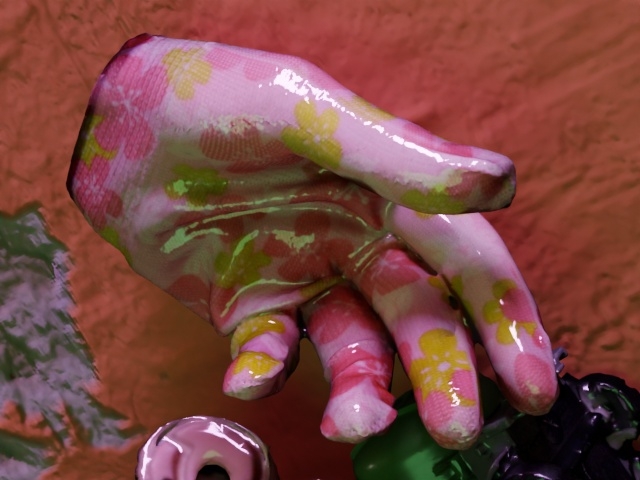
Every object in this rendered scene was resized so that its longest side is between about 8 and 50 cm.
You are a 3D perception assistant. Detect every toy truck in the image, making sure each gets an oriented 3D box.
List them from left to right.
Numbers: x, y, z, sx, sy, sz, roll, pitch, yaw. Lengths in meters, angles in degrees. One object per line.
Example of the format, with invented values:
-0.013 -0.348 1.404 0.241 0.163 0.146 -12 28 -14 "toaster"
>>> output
0.120 0.165 0.646 0.125 0.101 0.242 -34 92 36 "toy truck"

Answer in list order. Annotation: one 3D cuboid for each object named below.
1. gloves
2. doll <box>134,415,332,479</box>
0.003 0.001 0.619 0.241 0.126 0.145 33 97 12 "gloves"
-0.056 0.242 0.721 0.284 0.216 0.268 30 158 18 "doll"
